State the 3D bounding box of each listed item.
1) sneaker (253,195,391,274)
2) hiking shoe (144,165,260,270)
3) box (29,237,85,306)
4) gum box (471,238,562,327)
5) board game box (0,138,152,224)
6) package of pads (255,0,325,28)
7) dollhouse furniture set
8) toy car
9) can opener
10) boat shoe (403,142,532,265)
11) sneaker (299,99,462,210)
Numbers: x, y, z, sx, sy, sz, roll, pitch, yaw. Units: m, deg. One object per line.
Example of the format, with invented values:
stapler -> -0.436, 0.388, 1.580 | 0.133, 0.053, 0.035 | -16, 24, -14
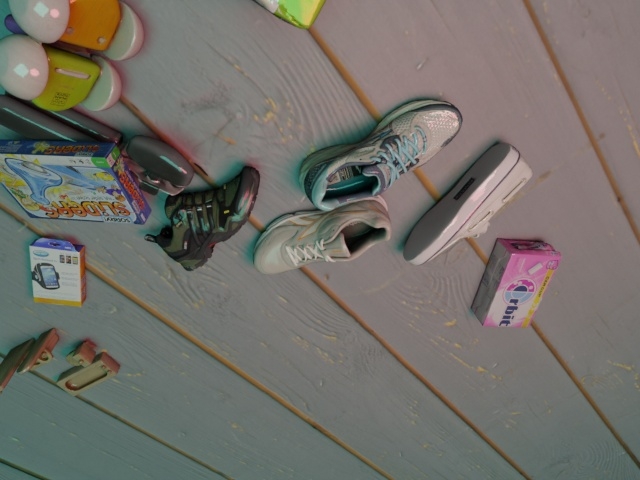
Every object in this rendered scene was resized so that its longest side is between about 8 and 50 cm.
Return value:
sneaker -> 0.000, 0.000, 0.744 | 0.263, 0.121, 0.099 | -25, 118, 7
hiking shoe -> -0.195, -0.047, 0.712 | 0.114, 0.086, 0.227 | 35, 110, -27
box -> -0.467, 0.053, 0.767 | 0.081, 0.028, 0.136 | 9, 115, -12
gum box -> 0.396, 0.085, 0.877 | 0.107, 0.062, 0.188 | 4, 119, -10
board game box -> -0.375, -0.085, 0.642 | 0.201, 0.035, 0.136 | 3, 141, 9
package of pads -> 0.005, -0.395, 0.463 | 0.101, 0.229, 0.296 | 24, 112, -22
dollhouse furniture set -> -0.510, 0.270, 0.825 | 0.144, 0.123, 0.151 | -27, 119, 8
toy car -> -0.339, -0.263, 0.555 | 0.136, 0.159, 0.182 | 40, 112, 12
can opener -> -0.325, -0.152, 0.642 | 0.281, 0.074, 0.093 | 23, 130, -16
boat shoe -> 0.264, -0.047, 0.774 | 0.088, 0.096, 0.267 | 35, 101, -18
sneaker -> 0.104, -0.122, 0.689 | 0.283, 0.122, 0.110 | -27, 119, 8
